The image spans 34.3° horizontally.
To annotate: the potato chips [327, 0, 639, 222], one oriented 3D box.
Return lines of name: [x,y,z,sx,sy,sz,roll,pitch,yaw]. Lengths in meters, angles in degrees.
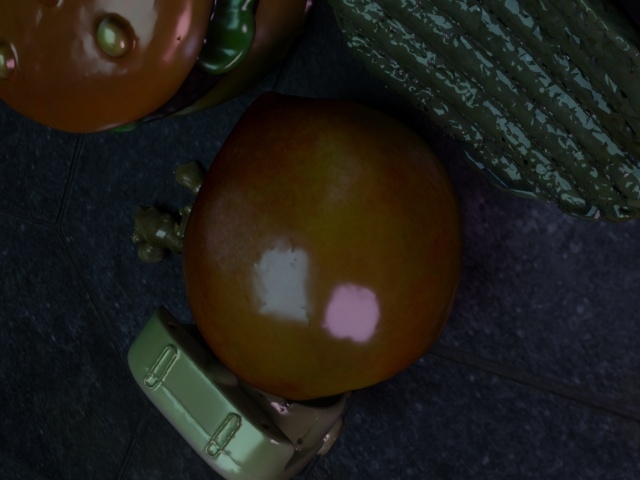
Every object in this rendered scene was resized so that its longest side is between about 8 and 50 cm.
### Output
potato chips: [0.152,-0.186,0.958,0.429,0.070,0.358,47,161,14]

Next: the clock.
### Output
clock: [-0.069,0.166,1.256,0.235,0.308,0.096,42,111,19]

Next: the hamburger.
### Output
hamburger: [-0.214,-0.310,1.116,0.395,0.277,0.396,8,105,30]

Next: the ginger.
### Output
ginger: [-0.194,-0.019,1.442,0.176,0.052,0.193,35,129,32]

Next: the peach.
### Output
peach: [0.000,0.000,1.110,0.308,0.308,0.332,-6,101,44]
